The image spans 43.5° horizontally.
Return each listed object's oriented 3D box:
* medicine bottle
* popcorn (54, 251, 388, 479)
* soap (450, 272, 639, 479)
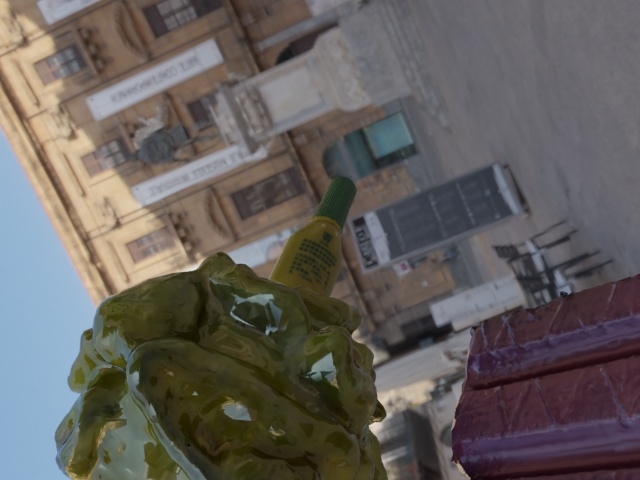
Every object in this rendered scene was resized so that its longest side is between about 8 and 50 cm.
[{"bbox_3d":[0.000,0.000,1.235,0.094,0.064,0.261,31,-129,-9],"label":"medicine bottle"},{"bbox_3d":[-0.076,0.161,0.738,0.312,0.312,0.312,-23,-90,-83],"label":"popcorn"},{"bbox_3d":[0.214,0.116,0.525,0.112,0.289,0.182,28,-123,-23],"label":"soap"}]
